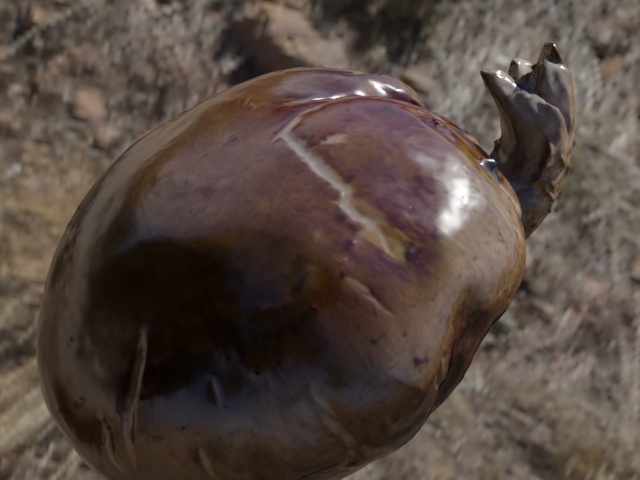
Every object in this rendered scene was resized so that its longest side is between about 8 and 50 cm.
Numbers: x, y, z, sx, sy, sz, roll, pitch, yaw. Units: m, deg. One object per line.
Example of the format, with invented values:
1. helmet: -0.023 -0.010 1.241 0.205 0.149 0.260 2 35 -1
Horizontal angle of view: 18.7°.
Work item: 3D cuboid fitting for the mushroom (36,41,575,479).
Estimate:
1. mushroom: 0.000 -0.001 0.522 0.171 0.080 0.135 -35 43 -17
